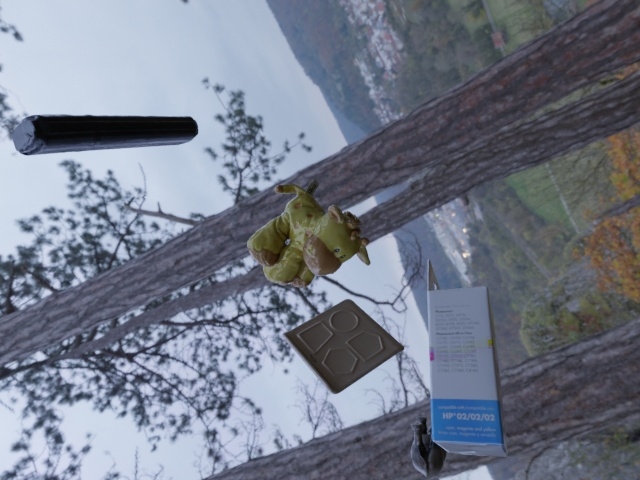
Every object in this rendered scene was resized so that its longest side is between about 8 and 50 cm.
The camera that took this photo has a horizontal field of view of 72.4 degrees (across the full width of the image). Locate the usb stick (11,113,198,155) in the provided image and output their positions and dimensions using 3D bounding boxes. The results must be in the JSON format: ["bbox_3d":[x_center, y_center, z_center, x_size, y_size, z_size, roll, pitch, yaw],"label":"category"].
[{"bbox_3d":[-0.298,-0.159,0.648,0.278,0.077,0.045,-27,-80,-58],"label":"usb stick"}]

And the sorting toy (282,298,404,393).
[{"bbox_3d":[0.049,0.228,0.968,0.193,0.208,0.038,39,139,41],"label":"sorting toy"}]

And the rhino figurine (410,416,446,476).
[{"bbox_3d":[0.251,0.457,0.991,0.243,0.073,0.106,35,-126,-65],"label":"rhino figurine"}]

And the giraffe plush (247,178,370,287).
[{"bbox_3d":[0.000,0.000,0.777,0.181,0.210,0.170,18,-177,-43],"label":"giraffe plush"}]

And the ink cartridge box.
[{"bbox_3d":[0.150,0.117,0.451,0.104,0.062,0.181,53,-144,-53],"label":"ink cartridge box"}]
